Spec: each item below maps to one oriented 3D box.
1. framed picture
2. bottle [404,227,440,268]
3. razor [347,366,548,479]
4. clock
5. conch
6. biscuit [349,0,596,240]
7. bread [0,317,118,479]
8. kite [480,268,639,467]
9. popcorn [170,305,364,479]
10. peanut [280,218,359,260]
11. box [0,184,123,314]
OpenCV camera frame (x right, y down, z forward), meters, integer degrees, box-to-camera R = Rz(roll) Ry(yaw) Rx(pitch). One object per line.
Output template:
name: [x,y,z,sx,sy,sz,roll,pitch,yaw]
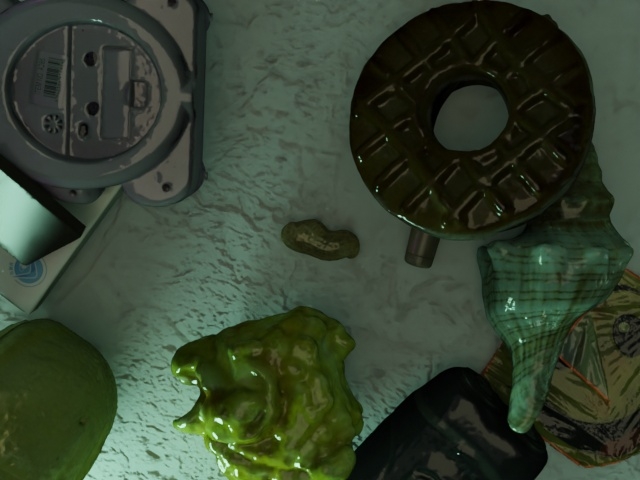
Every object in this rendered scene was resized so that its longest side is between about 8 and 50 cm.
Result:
framed picture: [-0.410,-0.043,1.535,0.128,0.023,0.168,-23,125,37]
bottle: [0.146,-0.011,1.626,0.045,0.045,0.096,16,100,1]
razor: [0.139,0.343,1.639,0.349,0.113,0.204,-43,92,9]
clock: [-0.308,-0.195,1.529,0.322,0.113,0.296,3,98,4]
conch: [0.290,0.050,1.560,0.169,0.203,0.386,34,82,-36]
biscuit: [0.193,-0.158,1.527,0.332,0.103,0.332,-3,77,15]
bread: [-0.413,0.262,1.566,0.237,0.320,0.320,36,98,-9]
kite: [0.398,0.159,1.651,0.377,0.013,0.328,-13,95,6]
popcorn: [-0.063,0.230,1.582,0.241,0.235,0.250,-22,75,31]
peanut: [0.000,0.000,1.635,0.113,0.054,0.054,14,98,-1]
box: [-0.383,-0.092,1.636,0.200,0.065,0.343,37,98,-2]
